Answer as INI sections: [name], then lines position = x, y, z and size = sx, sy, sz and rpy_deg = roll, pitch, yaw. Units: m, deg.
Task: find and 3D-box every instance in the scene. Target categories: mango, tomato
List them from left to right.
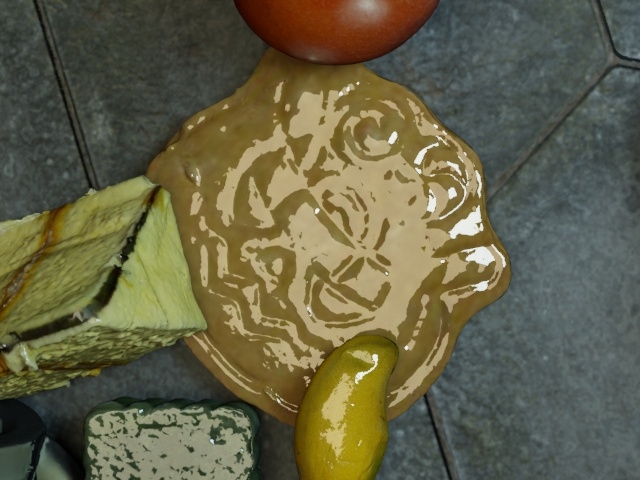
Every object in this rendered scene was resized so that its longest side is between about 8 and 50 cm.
[tomato]
position = 0.021, -0.296, 1.328
size = 0.224, 0.256, 0.256
rpy_deg = 26, 95, -9
[mango]
position = 0.024, 0.186, 1.372
size = 0.098, 0.075, 0.190
rpy_deg = 11, 98, -12

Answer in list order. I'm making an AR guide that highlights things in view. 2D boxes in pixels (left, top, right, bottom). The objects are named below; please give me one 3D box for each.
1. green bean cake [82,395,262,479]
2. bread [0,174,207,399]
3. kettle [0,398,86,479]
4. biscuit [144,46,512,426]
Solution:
[green bean cake]
position = -0.153, 0.259, 1.440
size = 0.185, 0.094, 0.183
rpy_deg = 0, 90, 9
[bread]
position = -0.284, 0.053, 1.364
size = 0.263, 0.236, 0.198
rpy_deg = -21, 87, 22
[kettle]
position = -0.398, 0.335, 1.441
size = 0.321, 0.228, 0.324
rpy_deg = 12, 98, -22
[biscuit]
position = 0.000, 0.000, 1.429
size = 0.365, 0.062, 0.385
rpy_deg = -44, 84, 6
